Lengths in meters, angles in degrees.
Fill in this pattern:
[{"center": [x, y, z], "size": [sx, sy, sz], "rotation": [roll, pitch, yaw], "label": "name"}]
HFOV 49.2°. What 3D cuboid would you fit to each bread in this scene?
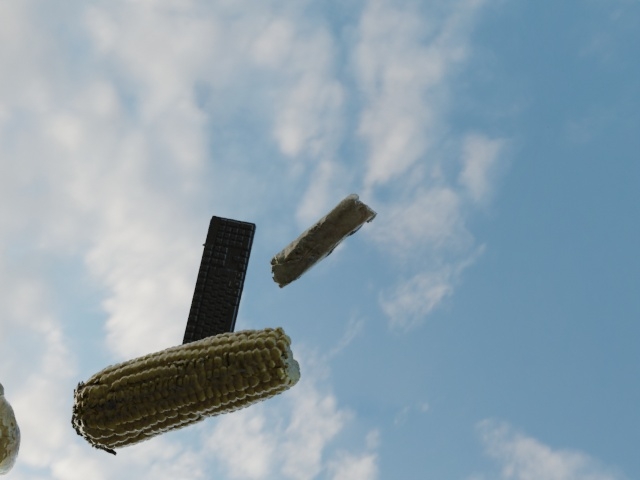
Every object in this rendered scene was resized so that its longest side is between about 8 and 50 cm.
[{"center": [-0.653, 0.335, 1.317], "size": [0.236, 0.120, 0.198], "rotation": [50, -44, 24], "label": "bread"}]

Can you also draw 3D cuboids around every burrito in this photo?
[{"center": [-0.001, 0.000, 0.981], "size": [0.171, 0.042, 0.051], "rotation": [-40, -105, 7], "label": "burrito"}]

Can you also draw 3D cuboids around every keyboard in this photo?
[{"center": [-0.203, 0.104, 1.364], "size": [0.100, 0.018, 0.310], "rotation": [11, -106, 1], "label": "keyboard"}]

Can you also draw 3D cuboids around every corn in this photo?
[{"center": [-0.181, 0.187, 0.909], "size": [0.317, 0.115, 0.115], "rotation": [-19, -87, 6], "label": "corn"}]
